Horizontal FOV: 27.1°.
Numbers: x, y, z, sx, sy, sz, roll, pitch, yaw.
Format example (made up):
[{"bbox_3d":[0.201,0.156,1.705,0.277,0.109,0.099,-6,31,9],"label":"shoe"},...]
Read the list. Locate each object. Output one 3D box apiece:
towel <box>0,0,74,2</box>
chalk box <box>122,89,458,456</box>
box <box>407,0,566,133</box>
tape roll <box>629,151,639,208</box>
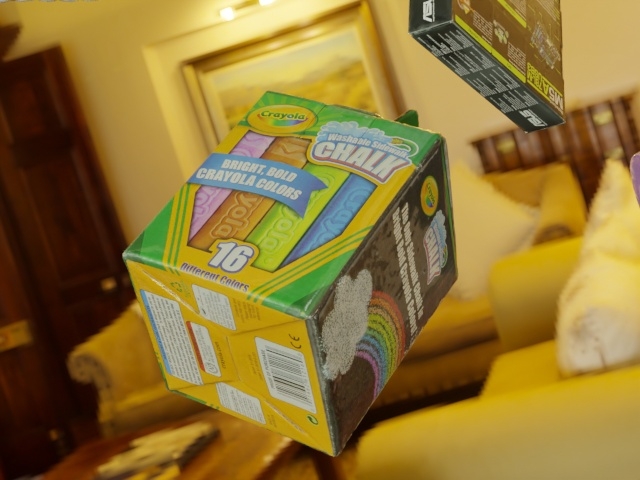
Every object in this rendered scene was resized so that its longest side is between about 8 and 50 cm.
[{"bbox_3d":[-0.236,-0.306,0.907,0.235,0.283,0.121,-2,38,-21],"label":"towel"},{"bbox_3d":[0.000,0.000,1.129,0.179,0.180,0.289,17,49,26],"label":"chalk box"},{"bbox_3d":[0.136,-0.206,1.063,0.045,0.184,0.191,-11,-25,34],"label":"box"},{"bbox_3d":[0.462,0.003,1.525,0.090,0.274,0.275,-28,6,1],"label":"tape roll"}]
